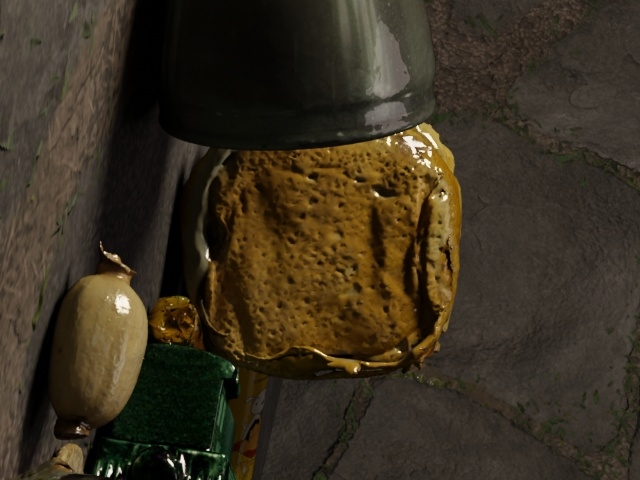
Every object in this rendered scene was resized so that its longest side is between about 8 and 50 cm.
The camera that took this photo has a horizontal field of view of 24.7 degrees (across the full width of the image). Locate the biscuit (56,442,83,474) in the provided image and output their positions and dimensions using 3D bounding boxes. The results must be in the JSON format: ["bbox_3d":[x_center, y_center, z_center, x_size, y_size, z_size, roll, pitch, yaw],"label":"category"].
[{"bbox_3d":[-0.212,0.220,1.173,0.120,0.015,0.120,11,90,-85],"label":"biscuit"}]

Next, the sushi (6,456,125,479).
[{"bbox_3d":[-0.196,0.281,0.973,0.109,0.134,0.273,-154,-119,-63],"label":"sushi"}]

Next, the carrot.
[{"bbox_3d":[-0.144,0.123,1.516,0.229,0.069,0.069,89,13,-65],"label":"carrot"}]

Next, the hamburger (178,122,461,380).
[{"bbox_3d":[0.000,0.000,1.514,0.158,0.318,0.319,-78,178,-84],"label":"hamburger"}]

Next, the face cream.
[{"bbox_3d":[-0.103,0.107,1.665,0.105,0.105,0.349,-61,161,-75],"label":"face cream"}]

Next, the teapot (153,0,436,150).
[{"bbox_3d":[-0.016,-0.219,1.261,0.321,0.239,0.239,-56,146,-68],"label":"teapot"}]

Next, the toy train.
[{"bbox_3d":[-0.133,0.216,1.408,0.330,0.138,0.178,89,9,-72],"label":"toy train"}]

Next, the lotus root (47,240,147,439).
[{"bbox_3d":[-0.164,0.076,1.088,0.062,0.073,0.150,-6,-113,49],"label":"lotus root"}]
